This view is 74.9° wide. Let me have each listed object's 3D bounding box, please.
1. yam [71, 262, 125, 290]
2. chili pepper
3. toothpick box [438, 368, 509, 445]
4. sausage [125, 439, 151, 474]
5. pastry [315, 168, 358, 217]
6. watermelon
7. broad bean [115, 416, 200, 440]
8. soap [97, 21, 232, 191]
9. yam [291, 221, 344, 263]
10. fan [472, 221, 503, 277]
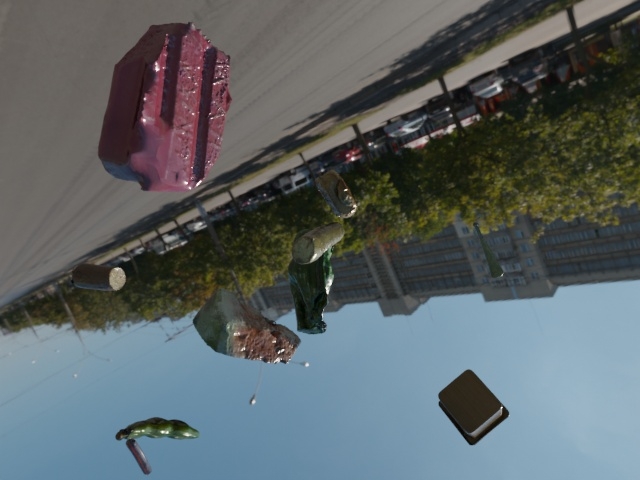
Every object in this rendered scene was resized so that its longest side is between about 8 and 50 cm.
[{"bbox_3d":[-0.668,0.110,1.262,0.126,0.084,0.084,2,-166,10],"label":"yam"},{"bbox_3d":[-0.039,0.146,1.511,0.167,0.386,0.213,0,170,10],"label":"chili pepper"},{"bbox_3d":[0.518,0.568,1.440,0.190,0.188,0.308,-39,147,1],"label":"toothpick box"},{"bbox_3d":[-0.475,0.569,1.097,0.028,0.199,0.025,20,-138,24],"label":"sausage"},{"bbox_3d":[0.060,-0.194,1.683,0.100,0.219,0.229,-33,-136,0],"label":"pastry"},{"bbox_3d":[-0.145,0.210,0.925,0.095,0.241,0.154,-57,-147,5],"label":"watermelon"},{"bbox_3d":[-0.384,0.453,1.005,0.060,0.297,0.043,29,-100,31],"label":"broad bean"},{"bbox_3d":[-0.291,-0.247,0.817,0.127,0.326,0.220,5,176,31],"label":"soap"},{"bbox_3d":[0.000,0.000,1.196,0.083,0.083,0.371,-21,-177,16],"label":"yam"},{"bbox_3d":[0.533,0.027,1.339,0.038,0.193,0.016,-29,156,31],"label":"fan"}]
